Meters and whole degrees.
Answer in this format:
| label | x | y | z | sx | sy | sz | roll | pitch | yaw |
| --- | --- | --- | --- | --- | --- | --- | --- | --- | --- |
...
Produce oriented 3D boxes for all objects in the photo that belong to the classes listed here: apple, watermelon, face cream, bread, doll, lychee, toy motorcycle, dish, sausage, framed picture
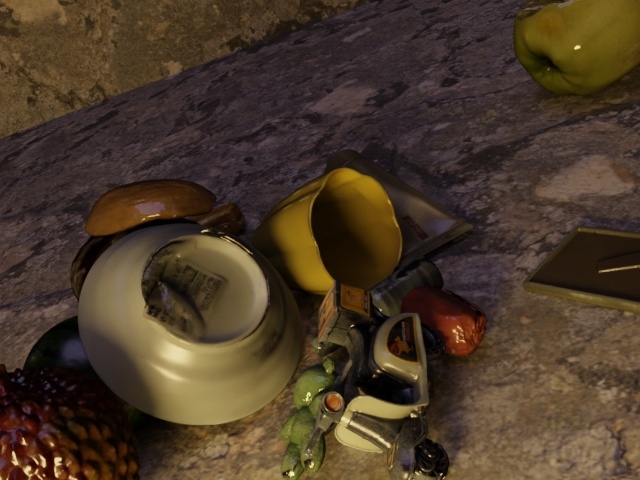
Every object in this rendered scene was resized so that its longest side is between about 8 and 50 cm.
| label | x | y | z | sx | sy | sz | roll | pitch | yaw |
| --- | --- | --- | --- | --- | --- | --- | --- | --- | --- |
| apple | 0.496 | -0.402 | 1.502 | 0.279 | 0.279 | 0.279 | -18 | 27 | 10 |
| watermelon | -0.329 | 0.194 | 1.132 | 0.215 | 0.188 | 0.188 | 4 | 37 | 31 |
| face cream | 0.113 | -0.063 | 1.380 | 0.137 | 0.084 | 0.341 | -28 | 35 | -10 |
| bread | -0.215 | -0.029 | 1.593 | 0.132 | 0.053 | 0.074 | -20 | 23 | 6 |
| doll | -0.006 | 0.222 | 0.974 | 0.115 | 0.078 | 0.150 | -50 | 16 | 45 |
| lychee | -0.317 | 0.262 | 0.905 | 0.236 | 0.271 | 0.236 | -24 | 17 | 8 |
| toy motorcycle | 0.068 | 0.167 | 0.920 | 0.157 | 0.091 | 0.263 | 17 | 34 | -10 |
| dish | -0.160 | 0.085 | 1.080 | 0.316 | 0.316 | 0.106 | -46 | -7 | -37 |
| sausage | 0.158 | 0.103 | 1.043 | 0.076 | 0.076 | 0.141 | -34 | 30 | -19 |
| framed picture | 0.388 | 0.035 | 1.046 | 0.203 | 0.015 | 0.150 | 10 | 42 | 48 |

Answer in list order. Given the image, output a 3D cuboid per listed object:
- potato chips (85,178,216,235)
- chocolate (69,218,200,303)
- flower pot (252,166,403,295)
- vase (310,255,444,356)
| label | x | y | z | sx | sy | sz | roll | pitch | yaw |
| --- | --- | --- | --- | --- | --- | --- | --- | --- | --- |
| potato chips | -0.264 | -0.062 | 1.238 | 0.195 | 0.061 | 0.208 | -23 | 17 | -41 |
| chocolate | -0.274 | 0.062 | 1.302 | 0.340 | 0.210 | 0.225 | 5 | 40 | 44 |
| flower pot | 0.000 | 0.000 | 1.243 | 0.179 | 0.195 | 0.195 | -15 | 25 | 47 |
| vase | 0.076 | 0.098 | 1.127 | 0.211 | 0.060 | 0.060 | -32 | 28 | -16 |
